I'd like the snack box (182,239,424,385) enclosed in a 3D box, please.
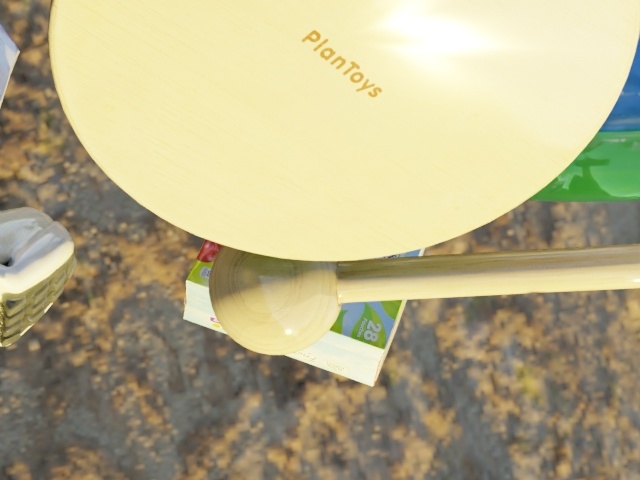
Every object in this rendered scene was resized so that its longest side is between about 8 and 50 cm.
[{"bbox_3d":[0.000,0.000,1.171,0.070,0.174,0.207,103,9,-56],"label":"snack box"}]

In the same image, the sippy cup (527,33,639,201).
[{"bbox_3d":[0.144,-0.153,0.719,0.305,0.240,0.224,-16,109,-39],"label":"sippy cup"}]

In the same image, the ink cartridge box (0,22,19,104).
[{"bbox_3d":[-0.363,-0.199,1.265,0.208,0.045,0.206,-91,157,-54],"label":"ink cartridge box"}]

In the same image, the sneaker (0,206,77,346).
[{"bbox_3d":[-0.237,0.028,0.522,0.292,0.110,0.118,-18,72,-26],"label":"sneaker"}]

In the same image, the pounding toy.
[{"bbox_3d":[0.012,-0.076,0.474,0.237,0.183,0.110,69,11,-45],"label":"pounding toy"}]
